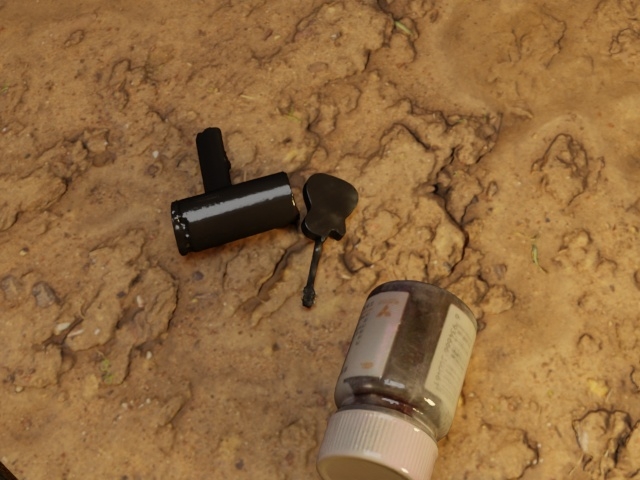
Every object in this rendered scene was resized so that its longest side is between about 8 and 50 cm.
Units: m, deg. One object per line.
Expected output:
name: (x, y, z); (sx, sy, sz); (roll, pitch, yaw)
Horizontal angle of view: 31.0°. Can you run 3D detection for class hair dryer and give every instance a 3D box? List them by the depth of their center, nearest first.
hair dryer: (-0.156, -0.100, 1.853); (0.197, 0.089, 0.251); (-16, 47, -4)

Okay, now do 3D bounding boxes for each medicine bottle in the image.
medicine bottle: (0.103, 0.203, 1.543); (0.165, 0.165, 0.273); (12, 57, 16)

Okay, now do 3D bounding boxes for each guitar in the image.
guitar: (0.000, 0.000, 1.778); (0.088, 0.025, 0.233); (19, 59, -11)

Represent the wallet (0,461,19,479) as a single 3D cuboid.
wallet: (-0.482, 0.354, 1.584); (0.243, 0.039, 0.133); (36, 64, 28)
